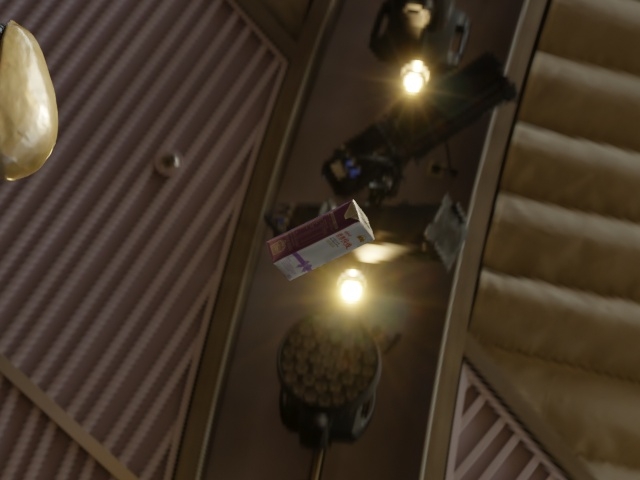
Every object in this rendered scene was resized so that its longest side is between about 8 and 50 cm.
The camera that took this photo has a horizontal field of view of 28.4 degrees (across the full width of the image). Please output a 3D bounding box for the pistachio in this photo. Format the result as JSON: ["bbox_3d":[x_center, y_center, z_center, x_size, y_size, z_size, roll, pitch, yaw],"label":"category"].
[{"bbox_3d":[-0.361,-0.160,1.460,0.108,0.126,0.186,-3,-96,7],"label":"pistachio"}]

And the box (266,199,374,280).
[{"bbox_3d":[0.000,0.000,1.462,0.117,0.050,0.036,-26,-125,12],"label":"box"}]
